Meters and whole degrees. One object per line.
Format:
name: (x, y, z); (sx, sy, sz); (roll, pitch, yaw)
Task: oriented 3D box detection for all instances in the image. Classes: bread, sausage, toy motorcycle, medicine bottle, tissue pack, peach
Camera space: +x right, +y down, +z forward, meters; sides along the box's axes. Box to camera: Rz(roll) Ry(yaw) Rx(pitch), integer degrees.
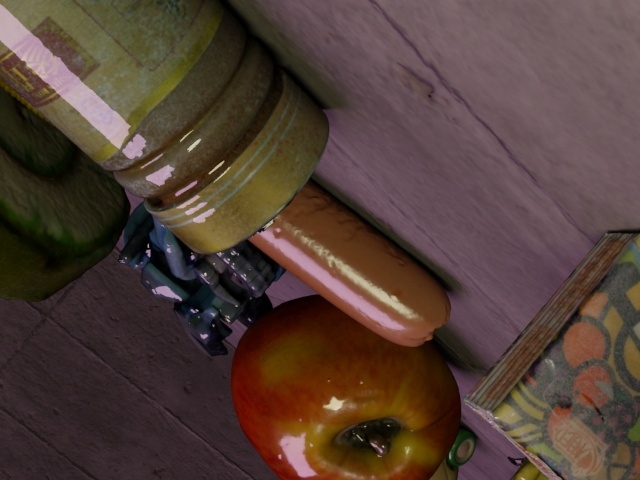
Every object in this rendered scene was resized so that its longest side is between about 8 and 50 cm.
bread: (-0.392, -0.109, 1.269); (0.382, 0.129, 0.366); (48, -159, -29)
sausage: (-0.001, 0.000, 1.051); (0.289, 0.086, 0.086); (36, 168, 4)
toy motorcycle: (-0.156, 0.012, 1.341); (0.232, 0.172, 0.416); (40, 171, 5)
medicine bottle: (-0.150, -0.146, 0.786); (0.322, 0.151, 0.151); (45, 166, -27)
tissue pack: (0.178, 0.082, 0.679); (0.109, 0.148, 0.060); (42, 174, -14)
peach: (0.029, 0.180, 1.278); (0.281, 0.238, 0.281); (3, -165, -1)

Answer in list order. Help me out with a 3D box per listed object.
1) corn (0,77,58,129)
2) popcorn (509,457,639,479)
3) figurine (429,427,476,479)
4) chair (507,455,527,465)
corn: (-0.273, -0.171, 1.207); (0.292, 0.101, 0.101); (35, 168, -3)
popcorn: (0.271, 0.237, 0.883); (0.206, 0.252, 0.236); (5, 112, 52)
figurine: (0.096, 0.320, 1.616); (0.124, 0.222, 0.324); (30, 166, 46)
chair: (0.307, 0.337, 1.281); (0.213, 0.149, 0.174); (-14, 105, 38)
